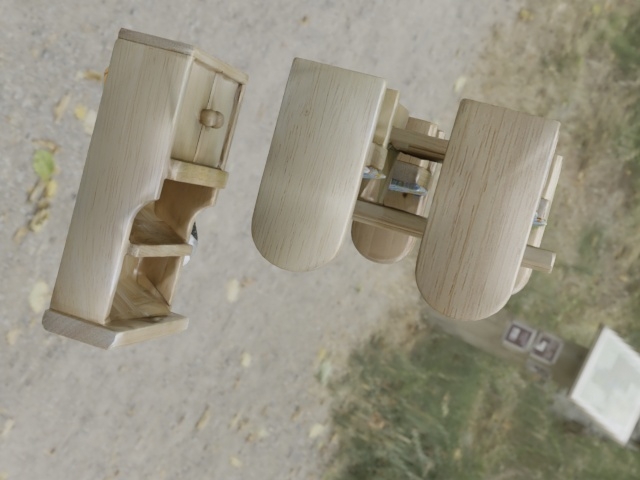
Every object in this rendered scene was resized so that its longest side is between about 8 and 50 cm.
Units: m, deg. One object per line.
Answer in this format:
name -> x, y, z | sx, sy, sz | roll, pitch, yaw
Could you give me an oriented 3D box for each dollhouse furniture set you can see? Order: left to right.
dollhouse furniture set -> 0.000, 0.000, 0.541 | 0.212, 0.242, 0.161 | 1, 105, -77

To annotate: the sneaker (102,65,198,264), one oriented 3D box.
sneaker -> -0.119, -0.075, 0.791 | 0.083, 0.215, 0.084 | -21, 144, 7
